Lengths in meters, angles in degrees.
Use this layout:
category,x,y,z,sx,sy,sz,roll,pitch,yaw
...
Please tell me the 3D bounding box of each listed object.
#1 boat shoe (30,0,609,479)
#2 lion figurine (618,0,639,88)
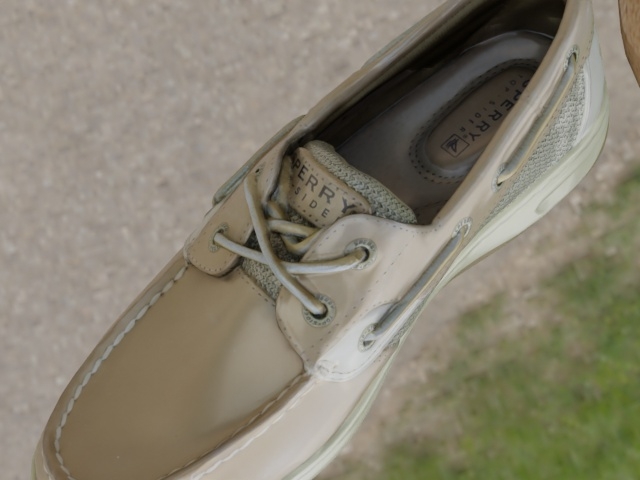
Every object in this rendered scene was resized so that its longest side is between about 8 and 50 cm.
category,x,y,z,sx,sy,sz,roll,pitch,yaw
boat shoe,0.000,0.000,0.704,0.302,0.109,0.098,-42,152,-17
lion figurine,0.169,0.000,0.511,0.240,0.392,0.142,-19,173,40
